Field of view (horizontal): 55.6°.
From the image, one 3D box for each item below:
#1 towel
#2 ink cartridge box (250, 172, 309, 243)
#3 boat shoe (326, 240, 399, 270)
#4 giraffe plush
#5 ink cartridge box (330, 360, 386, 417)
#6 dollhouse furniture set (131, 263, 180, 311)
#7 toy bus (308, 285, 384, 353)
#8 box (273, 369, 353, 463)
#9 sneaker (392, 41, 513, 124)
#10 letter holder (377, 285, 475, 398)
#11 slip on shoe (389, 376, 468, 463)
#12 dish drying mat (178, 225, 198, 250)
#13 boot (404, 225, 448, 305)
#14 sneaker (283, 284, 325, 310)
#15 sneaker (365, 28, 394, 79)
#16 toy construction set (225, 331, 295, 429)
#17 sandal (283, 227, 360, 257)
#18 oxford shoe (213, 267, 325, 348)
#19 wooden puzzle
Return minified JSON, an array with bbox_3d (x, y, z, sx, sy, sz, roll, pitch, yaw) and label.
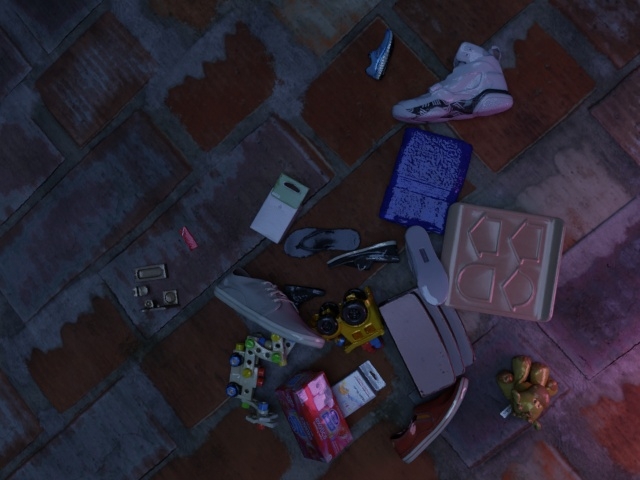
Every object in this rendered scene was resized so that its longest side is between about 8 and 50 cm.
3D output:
[{"bbox_3d":[0.331,-0.184,1.911,0.228,0.076,0.308,17,93,2],"label":"towel"},{"bbox_3d":[-0.129,-0.103,1.986,0.109,0.062,0.209,31,95,8],"label":"ink cartridge box"},{"bbox_3d":[0.135,0.062,1.934,0.233,0.084,0.079,-13,88,6],"label":"boat shoe"},{"bbox_3d":[0.617,0.468,1.812,0.182,0.170,0.210,27,94,8],"label":"giraffe plush"},{"bbox_3d":[0.109,0.481,1.950,0.181,0.061,0.104,-37,84,8],"label":"ink cartridge box"},{"bbox_3d":[-0.569,0.159,2.029,0.144,0.123,0.151,-8,89,9],"label":"dollhouse furniture set"},{"bbox_3d":[0.101,0.281,1.923,0.220,0.149,0.211,-28,102,11],"label":"toy bus"},{"bbox_3d":[-0.021,0.545,1.894,0.123,0.128,0.256,-11,106,51],"label":"box"},{"bbox_3d":[0.395,-0.480,1.866,0.366,0.137,0.210,-7,89,4],"label":"sneaker"},{"bbox_3d":[0.338,0.291,1.869,0.215,0.152,0.301,-26,86,7],"label":"letter holder"},{"bbox_3d":[0.340,0.547,1.890,0.101,0.123,0.331,41,101,11],"label":"slip on shoe"},{"bbox_3d":[-0.451,-0.007,2.067,0.032,0.008,0.083,-34,85,7],"label":"dish drying mat"},{"bbox_3d":[0.324,0.086,1.861,0.095,0.123,0.258,-14,70,3],"label":"boot"},{"bbox_3d":[-0.070,0.194,1.987,0.170,0.051,0.089,7,92,14],"label":"sneaker"},{"bbox_3d":[0.187,-0.599,1.933,0.073,0.063,0.162,21,93,12],"label":"sneaker"},{"bbox_3d":[-0.193,0.437,1.967,0.215,0.151,0.327,8,81,9],"label":"toy construction set"},{"bbox_3d":[0.000,-0.001,1.969,0.255,0.054,0.097,-9,89,9],"label":"sandal"},{"bbox_3d":[-0.158,0.203,1.888,0.450,0.169,0.130,27,85,37],"label":"oxford shoe"},{"bbox_3d":[0.543,0.066,1.856,0.348,0.080,0.321,9,89,5],"label":"wooden puzzle"}]
